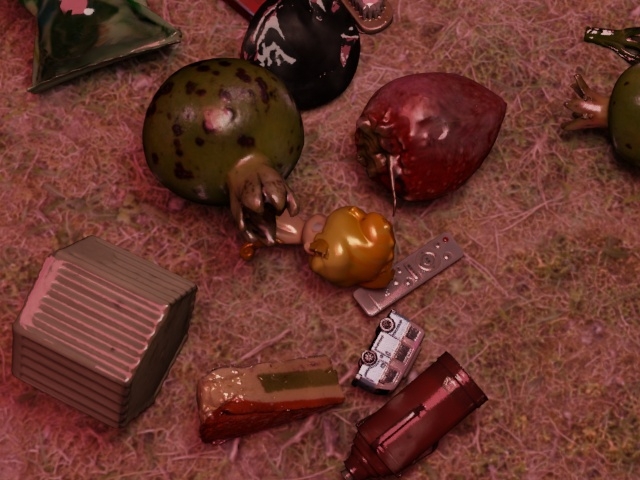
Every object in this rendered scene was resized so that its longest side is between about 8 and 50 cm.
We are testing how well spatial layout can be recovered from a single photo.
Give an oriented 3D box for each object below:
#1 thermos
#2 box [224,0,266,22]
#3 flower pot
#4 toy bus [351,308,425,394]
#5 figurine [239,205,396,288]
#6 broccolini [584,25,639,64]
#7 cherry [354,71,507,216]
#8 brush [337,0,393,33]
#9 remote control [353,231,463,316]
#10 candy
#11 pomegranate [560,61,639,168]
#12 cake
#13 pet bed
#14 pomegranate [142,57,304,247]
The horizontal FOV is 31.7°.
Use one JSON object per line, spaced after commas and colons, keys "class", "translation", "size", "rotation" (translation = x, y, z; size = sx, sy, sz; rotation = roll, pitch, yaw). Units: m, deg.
{"class": "thermos", "translation": [0.123, 0.266, 1.617], "size": [0.232, 0.124, 0.099], "rotation": [-39, 74, -3]}
{"class": "box", "translation": [-0.090, -0.410, 1.856], "size": [0.175, 0.048, 0.112], "rotation": [43, 80, 10]}
{"class": "flower pot", "translation": [-0.307, 0.129, 1.613], "size": [0.189, 0.239, 0.209], "rotation": [24, 105, 6]}
{"class": "toy bus", "translation": [0.102, 0.173, 1.675], "size": [0.075, 0.060, 0.123], "rotation": [29, 73, 5]}
{"class": "figurine", "translation": [0.000, 0.000, 1.702], "size": [0.246, 0.156, 0.131], "rotation": [15, 117, 21]}
{"class": "broccolini", "translation": [0.532, -0.319, 1.830], "size": [0.202, 0.091, 0.068], "rotation": [23, 31, 19]}
{"class": "cherry", "translation": [0.173, -0.164, 1.717], "size": [0.249, 0.175, 0.192], "rotation": [-24, 84, -8]}
{"class": "brush", "translation": [0.012, -0.483, 1.873], "size": [0.070, 0.065, 0.327], "rotation": [-32, 74, -8]}
{"class": "remote control", "translation": [0.135, 0.053, 1.730], "size": [0.184, 0.027, 0.050], "rotation": [-33, 73, -14]}
{"class": "candy", "translation": [-0.412, -0.448, 1.779], "size": [0.262, 0.172, 0.398], "rotation": [-25, 100, -5]}
{"class": "pomegranate", "translation": [0.488, -0.196, 1.736], "size": [0.224, 0.181, 0.182], "rotation": [8, 72, 23]}
{"class": "cake", "translation": [-0.080, 0.218, 1.633], "size": [0.220, 0.117, 0.086], "rotation": [-16, 68, -3]}
{"class": "pet bed", "translation": [-0.029, -0.306, 1.792], "size": [0.201, 0.053, 0.201], "rotation": [-2, 96, -14]}
{"class": "pomegranate", "translation": [-0.145, -0.129, 1.658], "size": [0.242, 0.242, 0.306], "rotation": [1, 45, 1]}
